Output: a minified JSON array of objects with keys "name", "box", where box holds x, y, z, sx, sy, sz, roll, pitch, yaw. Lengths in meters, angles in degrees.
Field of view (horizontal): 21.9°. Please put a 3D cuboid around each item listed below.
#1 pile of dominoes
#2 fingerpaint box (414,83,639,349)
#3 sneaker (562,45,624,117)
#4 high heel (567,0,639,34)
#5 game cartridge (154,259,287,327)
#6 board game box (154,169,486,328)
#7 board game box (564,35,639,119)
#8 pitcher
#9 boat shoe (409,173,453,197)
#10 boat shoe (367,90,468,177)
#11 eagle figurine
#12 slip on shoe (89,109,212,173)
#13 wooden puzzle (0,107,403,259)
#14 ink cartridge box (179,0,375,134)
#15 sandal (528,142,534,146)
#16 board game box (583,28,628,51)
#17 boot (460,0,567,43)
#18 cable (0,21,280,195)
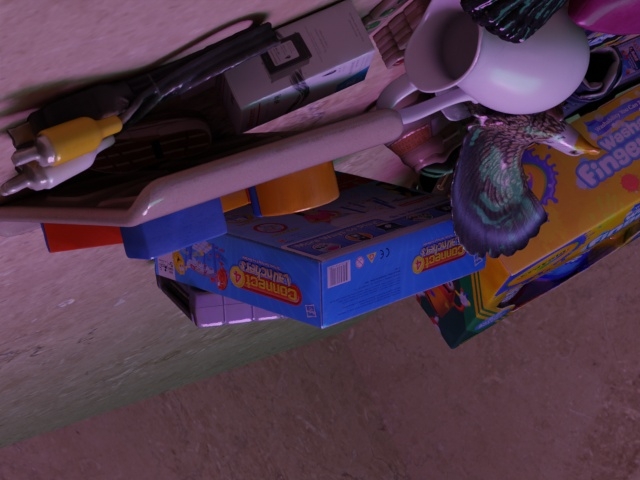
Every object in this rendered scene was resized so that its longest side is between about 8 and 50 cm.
[{"name":"pile of dominoes","box":[0.153,-0.254,1.687,0.196,0.040,0.251,-19,170,-37]},{"name":"fingerpaint box","box":[0.377,-0.048,2.532,0.445,0.163,0.371,-29,167,-19]},{"name":"sneaker","box":[0.319,-0.203,2.294,0.226,0.086,0.163,-32,178,5]},{"name":"high heel","box":[0.337,-0.253,1.829,0.181,0.127,0.377,-48,158,-3]},{"name":"game cartridge","box":[-0.088,0.053,2.249,0.230,0.068,0.355,-10,-171,-13]},{"name":"board game box","box":[0.000,0.000,2.103,0.302,0.086,0.308,15,-156,43]},{"name":"board game box","box":[0.419,-0.237,2.500,0.194,0.060,0.194,-25,172,1]},{"name":"pitcher","box":[0.166,-0.178,1.700,0.207,0.125,0.178,-2,147,-47]},{"name":"boat shoe","box":[0.200,-0.088,2.675,0.109,0.091,0.305,-62,-171,-22]},{"name":"boat shoe","box":[0.152,-0.135,2.188,0.113,0.103,0.302,-31,171,23]},{"name":"eagle figurine","box":[0.227,-0.135,1.993,0.226,0.225,0.298,-33,168,-25]},{"name":"slip on shoe","box":[-0.176,-0.103,1.641,0.135,0.041,0.051,-12,136,-2]},{"name":"wooden puzzle","box":[-0.128,-0.048,1.696,0.322,0.080,0.348,-19,-172,-34]},{"name":"ink cartridge box","box":[-0.043,-0.160,1.610,0.180,0.060,0.104,-24,172,-8]},{"name":"sandal","box":[0.351,-0.138,2.827,0.054,0.097,0.254,-18,179,-36]},{"name":"board game box","box":[0.353,-0.280,2.084,0.170,0.048,0.141,-20,171,-34]},{"name":"boot","box":[0.294,-0.294,1.510,0.348,0.131,0.260,-1,149,-45]},{"name":"cable","box":[-0.167,-0.112,1.506,0.287,0.072,0.139,-23,177,-22]}]
